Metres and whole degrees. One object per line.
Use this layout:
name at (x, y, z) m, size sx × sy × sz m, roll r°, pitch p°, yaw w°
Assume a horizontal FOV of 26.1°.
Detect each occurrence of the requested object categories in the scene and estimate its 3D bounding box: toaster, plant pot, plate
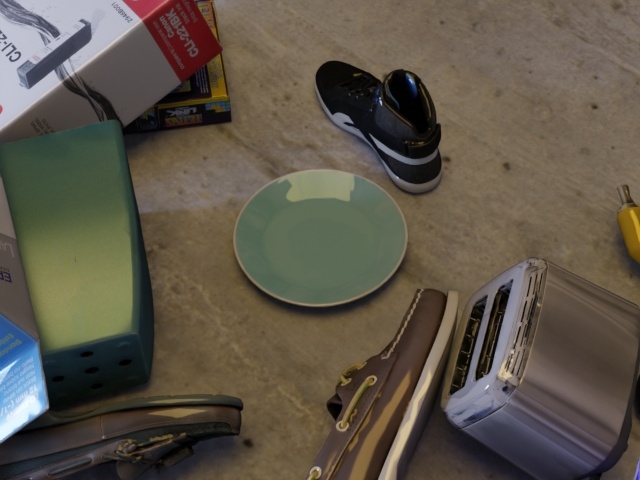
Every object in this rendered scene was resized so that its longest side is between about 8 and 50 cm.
toaster at (0.205, 0.126, 1.286) m, size 0.146 × 0.129 × 0.227 m, roll 31°, pitch 54°, yaw -15°
plant pot at (-0.251, 0.034, 1.388) m, size 0.165 × 0.165 × 0.234 m, roll -13°, pitch 58°, yaw -8°
plate at (0.000, 0.000, 1.484) m, size 0.188 × 0.024 × 0.188 m, roll -1°, pitch 51°, yaw 2°

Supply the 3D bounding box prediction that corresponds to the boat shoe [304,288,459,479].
boat shoe at (0.048, 0.172, 1.294) m, size 0.097 × 0.116 × 0.324 m, roll 17°, pitch 60°, yaw 11°

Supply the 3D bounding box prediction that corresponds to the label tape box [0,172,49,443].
label tape box at (-0.401, 0.056, 1.275) m, size 0.249 × 0.115 × 0.347 m, roll -35°, pitch 54°, yaw 22°

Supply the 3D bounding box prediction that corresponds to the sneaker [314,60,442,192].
sneaker at (0.068, -0.164, 1.547) m, size 0.079 × 0.121 × 0.217 m, roll -29°, pitch 56°, yaw -20°

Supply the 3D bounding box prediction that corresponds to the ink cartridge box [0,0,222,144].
ink cartridge box at (-0.282, -0.211, 1.551) m, size 0.273 × 0.114 × 0.197 m, roll -40°, pitch 52°, yaw -6°

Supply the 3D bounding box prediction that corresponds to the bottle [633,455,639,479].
bottle at (0.288, 0.244, 1.119) m, size 0.092 × 0.283 × 0.118 m, roll 10°, pitch 52°, yaw 10°

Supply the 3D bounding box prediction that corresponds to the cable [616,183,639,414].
cable at (0.374, 0.070, 1.414) m, size 0.139 × 0.072 × 0.287 m, roll 11°, pitch 64°, yaw -11°

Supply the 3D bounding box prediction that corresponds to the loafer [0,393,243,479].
loafer at (-0.202, 0.201, 1.308) m, size 0.267 × 0.096 × 0.084 m, roll -7°, pitch 72°, yaw 5°

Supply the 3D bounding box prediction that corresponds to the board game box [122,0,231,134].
board game box at (-0.185, -0.207, 1.638) m, size 0.141 × 0.048 × 0.170 m, roll -7°, pitch 52°, yaw -5°
